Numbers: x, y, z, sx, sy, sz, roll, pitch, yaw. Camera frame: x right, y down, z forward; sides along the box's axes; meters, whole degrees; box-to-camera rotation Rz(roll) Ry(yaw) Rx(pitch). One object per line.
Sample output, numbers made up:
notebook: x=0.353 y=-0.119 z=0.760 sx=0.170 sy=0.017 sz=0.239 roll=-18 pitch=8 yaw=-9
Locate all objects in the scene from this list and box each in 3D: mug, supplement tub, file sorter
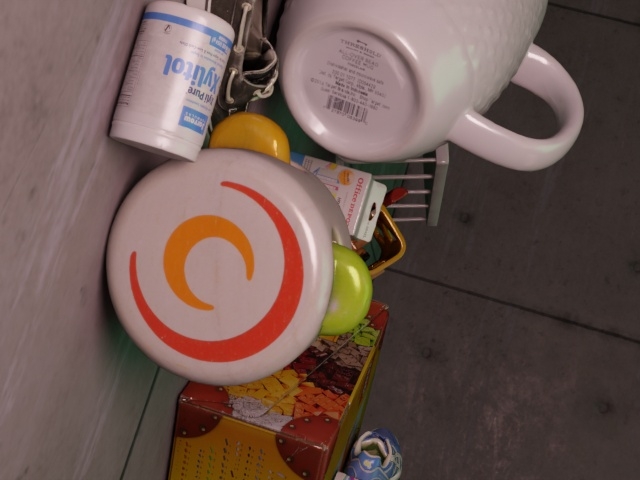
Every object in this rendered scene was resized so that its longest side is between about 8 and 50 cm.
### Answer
mug: x=0.136 y=-0.217 z=1.111 sx=0.328 sy=0.374 sz=0.276 roll=-55 pitch=177 yaw=-48
supplement tub: x=-0.111 y=-0.119 z=0.723 sx=0.071 sy=0.070 sz=0.107 roll=26 pitch=80 yaw=-81
file sorter: x=0.112 y=-0.158 z=1.585 sx=0.278 sy=0.173 sz=0.193 roll=80 pitch=10 yaw=-71

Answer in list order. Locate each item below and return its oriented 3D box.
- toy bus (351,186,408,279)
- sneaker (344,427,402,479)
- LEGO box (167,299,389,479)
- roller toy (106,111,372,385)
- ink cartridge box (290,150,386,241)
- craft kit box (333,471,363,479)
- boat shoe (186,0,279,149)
toy bus: x=0.060 y=0.013 z=1.508 sx=0.191 sy=0.104 sz=0.202 roll=-31 pitch=-179 yaw=33
sneaker: x=0.084 y=0.314 z=1.388 sx=0.211 sy=0.080 sz=0.081 roll=-43 pitch=151 yaw=-74
LEGO box: x=-0.076 y=0.357 z=1.372 sx=0.372 sy=0.193 sz=0.501 roll=-55 pitch=159 yaw=-63
roller toy: x=-0.073 y=0.016 z=0.819 sx=0.191 sy=0.209 sz=0.146 roll=-35 pitch=177 yaw=11
ink cartridge box: x=0.013 y=-0.060 z=1.343 sx=0.090 sy=0.143 sz=0.092 roll=30 pitch=76 yaw=-81
craft kit box: x=0.108 y=0.448 z=1.249 sx=0.061 sy=0.246 sz=0.250 roll=-58 pitch=160 yaw=-61
boat shoe: x=-0.077 y=-0.154 z=0.867 sx=0.219 sy=0.070 sz=0.078 roll=94 pitch=15 yaw=-54
